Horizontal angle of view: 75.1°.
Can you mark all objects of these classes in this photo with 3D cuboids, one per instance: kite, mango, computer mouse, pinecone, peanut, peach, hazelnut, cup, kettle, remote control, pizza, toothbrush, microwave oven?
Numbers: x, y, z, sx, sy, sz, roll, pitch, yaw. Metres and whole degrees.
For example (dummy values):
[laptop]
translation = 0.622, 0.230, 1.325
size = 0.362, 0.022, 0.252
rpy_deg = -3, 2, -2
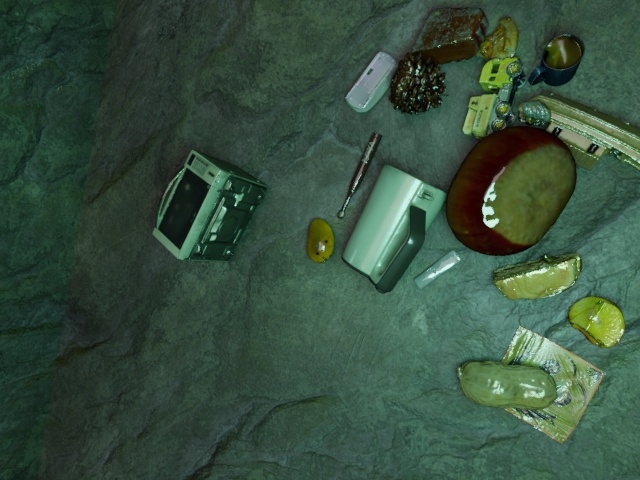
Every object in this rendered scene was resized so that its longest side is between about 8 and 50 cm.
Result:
[kite]
translation = 0.736, 0.456, 1.346
size = 0.327, 0.013, 0.378
rpy_deg = -17, 78, 21
[mango]
translation = 0.003, 0.001, 1.660
size = 0.115, 0.090, 0.178
rpy_deg = 1, 79, 31
[computer mouse]
translation = 0.201, -0.614, 1.628
size = 0.126, 0.056, 0.245
rpy_deg = 42, 103, 21
[pinecone]
translation = 0.350, -0.549, 1.488
size = 0.221, 0.221, 0.222
rpy_deg = -2, 86, 24
[peanut]
translation = 0.584, 0.465, 1.320
size = 0.291, 0.159, 0.143
rpy_deg = 1, 108, 24
[peach]
translation = 0.844, 0.245, 1.258
size = 0.151, 0.118, 0.151
rpy_deg = -39, 36, 37
[hazelnut]
translation = 0.578, -0.148, 1.296
size = 0.359, 0.359, 0.409
rpy_deg = 40, 105, 21
[cup]
translation = 0.751, -0.571, 1.339
size = 0.150, 0.138, 0.114
rpy_deg = 1, 87, 24
[kettle]
translation = 0.260, -0.032, 1.422
size = 0.250, 0.361, 0.377
rpy_deg = 23, 102, -18
[remote control]
translation = 0.418, 0.106, 1.501
size = 0.184, 0.027, 0.050
rpy_deg = -40, 73, 15
[pizza]
translation = 0.602, -0.681, 1.432
size = 0.161, 0.062, 0.182
rpy_deg = -17, 52, 56
[toothbrush]
translation = 0.150, -0.250, 1.637
size = 0.040, 0.041, 0.364
rpy_deg = 27, 98, 23
[microwave oven]
translation = -0.452, -0.124, 1.732
size = 0.247, 0.333, 0.394
rpy_deg = 34, 101, 26

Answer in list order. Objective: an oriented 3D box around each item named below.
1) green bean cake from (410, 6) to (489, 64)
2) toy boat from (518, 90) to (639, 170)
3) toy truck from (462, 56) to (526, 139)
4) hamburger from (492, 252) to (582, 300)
[green bean cake]
translation = 0.459, -0.713, 1.476
size = 0.232, 0.097, 0.199
rpy_deg = 23, 92, 40
[toy boat]
translation = 0.825, -0.320, 1.297
size = 0.445, 0.136, 0.162
rpy_deg = 33, 105, 21
[toy truck]
translation = 0.586, -0.472, 1.417
size = 0.157, 0.124, 0.272
rpy_deg = 17, 96, 32
[hamburger]
translation = 0.701, 0.120, 1.335
size = 0.262, 0.124, 0.131
rpy_deg = -19, 98, 26
